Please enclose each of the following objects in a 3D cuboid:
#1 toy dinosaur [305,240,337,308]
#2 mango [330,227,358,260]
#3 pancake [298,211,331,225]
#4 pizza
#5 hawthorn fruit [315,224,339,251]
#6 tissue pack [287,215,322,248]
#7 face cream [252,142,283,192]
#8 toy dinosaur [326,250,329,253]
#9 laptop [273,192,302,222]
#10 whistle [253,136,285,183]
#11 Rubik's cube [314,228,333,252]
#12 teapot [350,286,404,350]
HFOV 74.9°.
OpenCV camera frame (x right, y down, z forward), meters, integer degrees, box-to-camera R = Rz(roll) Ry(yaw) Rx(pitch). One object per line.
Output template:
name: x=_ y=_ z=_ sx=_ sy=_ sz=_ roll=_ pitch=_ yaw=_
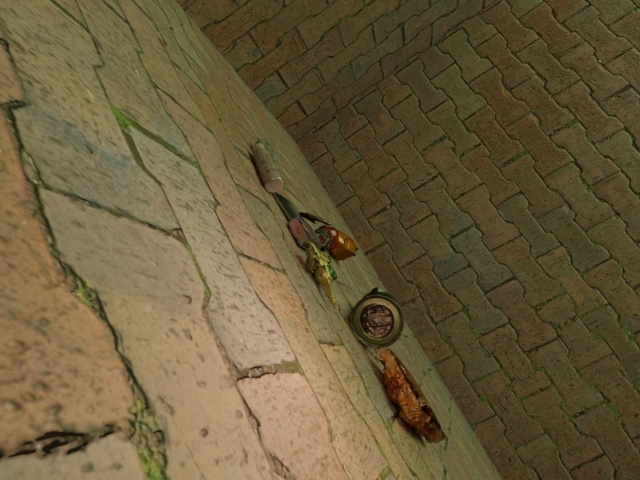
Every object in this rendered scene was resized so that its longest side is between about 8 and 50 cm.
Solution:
toy dinosaur: x=0.013 y=0.123 z=1.507 sx=0.259 sy=0.094 sz=0.153 roll=67 pitch=11 yaw=12
mango: x=0.093 y=0.018 z=2.196 sx=0.252 sy=0.126 sz=0.154 roll=39 pitch=30 yaw=-42
pancake: x=-0.019 y=-0.096 z=1.990 sx=0.190 sy=0.020 sz=0.184 roll=21 pitch=-6 yaw=29
pizza: x=0.328 y=0.576 z=1.515 sx=0.409 sy=0.114 sz=0.278 roll=55 pitch=8 yaw=-6
hawthorn fruit: x=0.029 y=-0.008 z=1.940 sx=0.125 sy=0.125 sz=0.140 roll=51 pitch=16 yaw=-32
tissue pack: x=-0.062 y=-0.021 z=1.664 sx=0.115 sy=0.065 sz=0.155 roll=58 pitch=10 yaw=22
face cream: x=-0.227 y=-0.311 z=1.740 sx=0.082 sy=0.082 sz=0.269 roll=47 pitch=13 yaw=-49
toy dinosaur: x=0.018 y=0.070 z=1.833 sx=0.030 sy=0.047 sz=0.083 roll=52 pitch=11 yaw=-23
laptop: x=-0.126 y=-0.120 z=1.824 sx=0.187 sy=0.015 sz=0.269 roll=59 pitch=9 yaw=13
whistle: x=-0.238 y=-0.366 z=1.942 sx=0.258 sy=0.067 sz=0.126 roll=62 pitch=22 yaw=7
Rubik's cube: x=0.000 y=0.000 z=1.835 sx=0.111 sy=0.111 sz=0.093 roll=-100 pitch=180 yaw=-69
teapot: x=0.242 y=0.336 z=1.720 sx=0.337 sy=0.200 sz=0.270 roll=12 pitch=70 yaw=-80
